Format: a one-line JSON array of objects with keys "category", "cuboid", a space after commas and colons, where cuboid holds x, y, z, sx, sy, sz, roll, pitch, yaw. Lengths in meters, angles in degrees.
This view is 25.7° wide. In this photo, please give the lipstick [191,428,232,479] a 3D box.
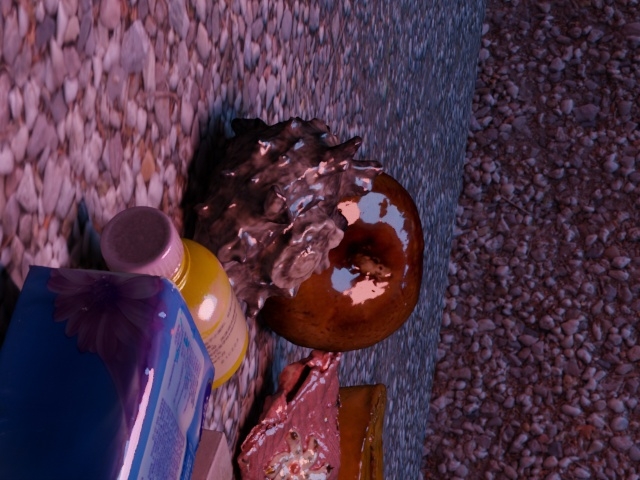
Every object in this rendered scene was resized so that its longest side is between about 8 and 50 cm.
[{"category": "lipstick", "cuboid": [-0.174, 0.343, 1.388, 0.371, 0.079, 0.076, -71, 160, -49]}]

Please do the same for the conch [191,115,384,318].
[{"category": "conch", "cuboid": [-0.042, -0.028, 1.612, 0.313, 0.186, 0.241, -52, 159, -79]}]

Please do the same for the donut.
[{"category": "donut", "cuboid": [0.046, 0.367, 2.316, 0.277, 0.108, 0.278, 5, 90, -77]}]

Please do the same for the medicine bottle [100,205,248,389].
[{"category": "medicine bottle", "cuboid": [-0.144, 0.052, 1.305, 0.212, 0.121, 0.122, 73, 25, -58]}]

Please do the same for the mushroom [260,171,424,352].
[{"category": "mushroom", "cuboid": [0.015, 0.027, 1.893, 0.254, 0.267, 0.267, 168, -70, -65]}]

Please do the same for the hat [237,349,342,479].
[{"category": "hat", "cuboid": [-0.027, 0.309, 1.951, 0.237, 0.107, 0.286, -45, 145, -35]}]

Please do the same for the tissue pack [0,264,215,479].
[{"category": "tissue pack", "cuboid": [-0.187, 0.178, 1.105, 0.198, 0.146, 0.264, 76, 22, -61]}]
